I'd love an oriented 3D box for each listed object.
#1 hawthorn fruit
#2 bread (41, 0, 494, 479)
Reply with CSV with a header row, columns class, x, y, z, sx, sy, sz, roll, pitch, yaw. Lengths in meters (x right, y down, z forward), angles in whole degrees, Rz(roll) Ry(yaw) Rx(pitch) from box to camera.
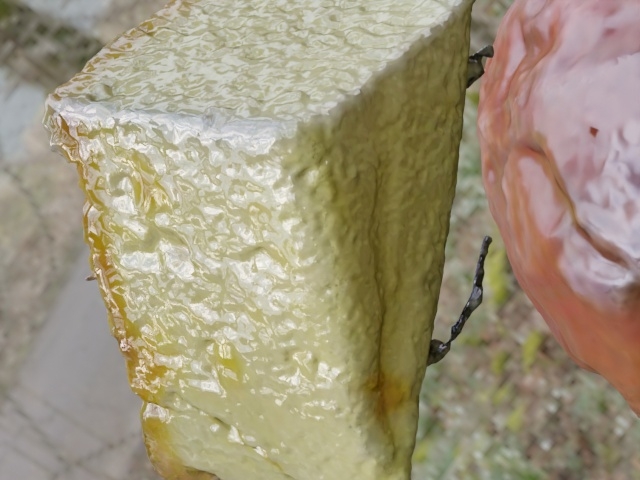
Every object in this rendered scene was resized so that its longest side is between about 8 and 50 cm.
class,x,y,z,sx,sy,sz,roll,pitch,yaw
hawthorn fruit,0.156,-0.037,0.700,0.242,0.242,0.272,-58,19,-12
bread,0.000,0.000,0.441,0.084,0.109,0.080,6,32,37
